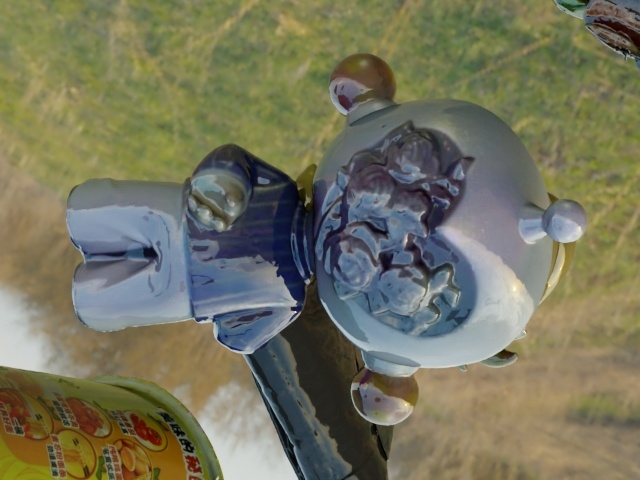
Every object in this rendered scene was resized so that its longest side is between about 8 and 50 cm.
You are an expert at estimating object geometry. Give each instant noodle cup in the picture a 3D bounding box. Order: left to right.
[{"bbox_3d":[-0.218,0.190,0.804,0.264,0.264,0.200,20,172,38],"label":"instant noodle cup"}]

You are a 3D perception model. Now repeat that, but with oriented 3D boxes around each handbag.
[{"bbox_3d":[0.006,0.091,0.984,0.223,0.080,0.247,63,-166,-14],"label":"handbag"}]

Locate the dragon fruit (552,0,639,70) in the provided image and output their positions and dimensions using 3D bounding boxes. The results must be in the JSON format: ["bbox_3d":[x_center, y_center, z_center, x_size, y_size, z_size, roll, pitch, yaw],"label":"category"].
[{"bbox_3d":[0.209,-0.220,0.680,0.295,0.130,0.268,41,151,33],"label":"dragon fruit"}]

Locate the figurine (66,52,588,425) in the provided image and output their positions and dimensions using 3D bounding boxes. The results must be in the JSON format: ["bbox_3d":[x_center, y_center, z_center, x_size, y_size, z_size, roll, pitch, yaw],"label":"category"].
[{"bbox_3d":[-0.004,-0.010,0.659,0.274,0.194,0.133,18,-178,11],"label":"figurine"}]
